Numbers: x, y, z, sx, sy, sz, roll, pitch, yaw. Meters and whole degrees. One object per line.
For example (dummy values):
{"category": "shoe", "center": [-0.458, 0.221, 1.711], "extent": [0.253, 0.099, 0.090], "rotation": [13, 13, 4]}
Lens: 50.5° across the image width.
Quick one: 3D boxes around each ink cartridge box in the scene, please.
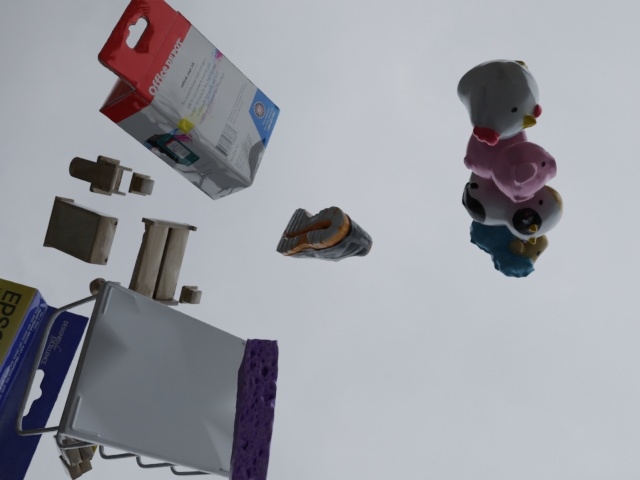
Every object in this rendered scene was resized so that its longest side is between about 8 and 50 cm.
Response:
{"category": "ink cartridge box", "center": [-0.166, -0.171, 0.816], "extent": [0.078, 0.231, 0.134], "rotation": [-14, -133, 41]}
{"category": "ink cartridge box", "center": [-0.552, 0.191, 1.024], "extent": [0.072, 0.307, 0.304], "rotation": [115, -12, -54]}

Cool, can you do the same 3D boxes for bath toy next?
{"category": "bath toy", "center": [0.270, -0.094, 0.977], "extent": [0.151, 0.348, 0.129], "rotation": [3, -127, 21]}

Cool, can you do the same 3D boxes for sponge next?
{"category": "sponge", "center": [-0.064, 0.165, 0.623], "extent": [0.210, 0.031, 0.117], "rotation": [113, -18, -70]}

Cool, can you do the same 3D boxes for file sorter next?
{"category": "file sorter", "center": [-0.249, 0.211, 0.952], "extent": [0.173, 0.277, 0.193], "rotation": [-18, -127, 39]}

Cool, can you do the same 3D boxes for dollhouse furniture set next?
{"category": "dollhouse furniture set", "center": [-0.422, -0.019, 1.569], "extent": [0.173, 0.355, 0.303], "rotation": [18, -86, 34]}

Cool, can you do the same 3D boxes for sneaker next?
{"category": "sneaker", "center": [0.000, 0.000, 1.068], "extent": [0.215, 0.083, 0.084], "rotation": [3, -113, 62]}

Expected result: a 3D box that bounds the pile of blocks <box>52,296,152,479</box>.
{"category": "pile of blocks", "center": [-0.383, 0.281, 1.291], "extent": [0.112, 0.149, 0.362], "rotation": [2, -107, 53]}
